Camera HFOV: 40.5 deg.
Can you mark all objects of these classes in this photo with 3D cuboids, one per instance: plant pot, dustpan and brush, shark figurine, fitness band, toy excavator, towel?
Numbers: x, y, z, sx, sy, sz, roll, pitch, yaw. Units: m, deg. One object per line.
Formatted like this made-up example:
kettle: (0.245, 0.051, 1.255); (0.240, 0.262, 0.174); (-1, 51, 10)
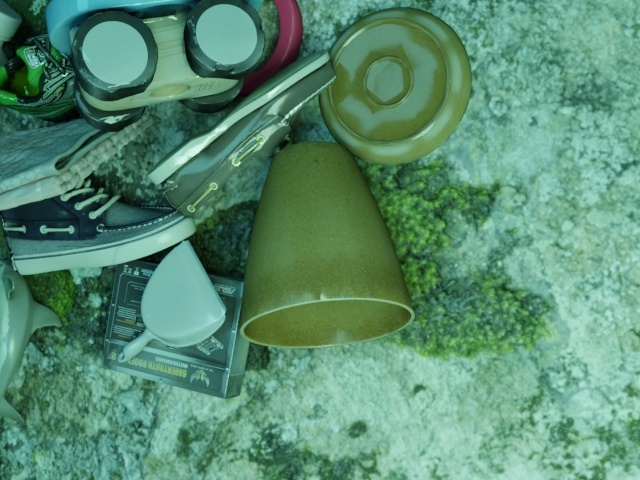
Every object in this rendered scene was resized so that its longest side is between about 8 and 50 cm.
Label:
plant pot: (0.000, 0.000, 1.217); (0.237, 0.237, 0.255); (-13, 67, 19)
dustpan and brush: (-0.240, 0.119, 1.316); (0.211, 0.060, 0.147); (-37, 65, 8)
shark figurine: (-0.494, 0.161, 1.444); (0.166, 0.116, 0.279); (-15, 71, 53)
plant pot: (0.102, -0.230, 1.275); (0.236, 0.032, 0.237); (-1, 87, 21)
fitness band: (-0.155, -0.359, 1.370); (0.209, 0.054, 0.291); (-44, 75, 10)
toy excavator: (-0.180, -0.416, 1.211); (0.432, 0.222, 0.446); (-13, 88, -15)
towel: (-0.454, -0.120, 1.329); (0.316, 0.332, 0.054); (-11, 112, 19)

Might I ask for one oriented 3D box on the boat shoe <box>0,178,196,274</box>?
boat shoe: (-0.368, -0.047, 1.369); (0.340, 0.127, 0.158); (-10, 107, 20)

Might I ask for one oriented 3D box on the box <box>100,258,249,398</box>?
box: (-0.222, 0.133, 1.362); (0.230, 0.056, 0.183); (9, 91, 21)

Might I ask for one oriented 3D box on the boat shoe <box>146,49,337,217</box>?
boat shoe: (-0.103, -0.158, 1.288); (0.324, 0.116, 0.097); (-35, 105, 6)

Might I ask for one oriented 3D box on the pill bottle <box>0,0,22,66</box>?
pill bottle: (-0.657, -0.278, 1.477); (0.188, 0.188, 0.334); (39, 100, 18)

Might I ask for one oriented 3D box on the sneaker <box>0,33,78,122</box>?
sneaker: (-0.381, -0.281, 1.374); (0.343, 0.146, 0.134); (-25, 82, 27)
